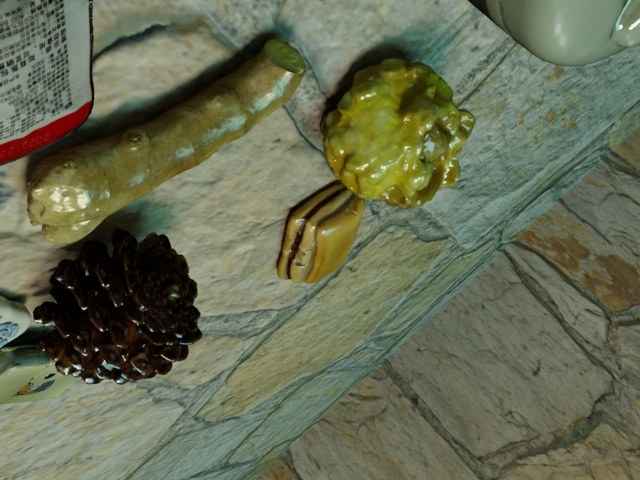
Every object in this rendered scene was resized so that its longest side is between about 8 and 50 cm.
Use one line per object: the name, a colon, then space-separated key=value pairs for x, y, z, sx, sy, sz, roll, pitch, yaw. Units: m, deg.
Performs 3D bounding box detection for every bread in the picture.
bread: x=0.000 y=0.000 z=1.139 sx=0.116 sy=0.077 sz=0.200 roll=-40 pitch=163 yaw=-29

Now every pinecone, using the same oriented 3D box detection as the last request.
pinecone: x=-0.223 y=0.079 z=0.774 sx=0.165 sy=0.162 sz=0.163 roll=-25 pitch=166 yaw=19

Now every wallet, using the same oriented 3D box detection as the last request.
wallet: x=-0.344 y=0.155 z=0.859 sx=0.110 sy=0.039 sz=0.155 roll=-34 pitch=163 yaw=14

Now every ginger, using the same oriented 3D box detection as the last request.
ginger: x=-0.135 y=-0.096 z=0.680 sx=0.299 sy=0.065 sz=0.118 roll=-34 pitch=173 yaw=-16

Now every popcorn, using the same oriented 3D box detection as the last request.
popcorn: x=0.095 y=-0.131 z=0.911 sx=0.198 sy=0.155 sz=0.197 roll=-25 pitch=146 yaw=-18

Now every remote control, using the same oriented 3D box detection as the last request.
remote control: x=-0.358 y=0.106 z=0.747 sx=0.122 sy=0.032 sz=0.074 roll=-41 pitch=160 yaw=-2

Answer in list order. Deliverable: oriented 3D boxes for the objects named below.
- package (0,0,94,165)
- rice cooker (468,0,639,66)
package: x=-0.218 y=-0.132 z=0.498 sx=0.154 sy=0.030 sz=0.239 roll=-30 pitch=158 yaw=-32
rice cooker: x=0.160 y=-0.292 z=0.419 sx=0.335 sy=0.325 sz=0.335 roll=-36 pitch=160 yaw=-15
